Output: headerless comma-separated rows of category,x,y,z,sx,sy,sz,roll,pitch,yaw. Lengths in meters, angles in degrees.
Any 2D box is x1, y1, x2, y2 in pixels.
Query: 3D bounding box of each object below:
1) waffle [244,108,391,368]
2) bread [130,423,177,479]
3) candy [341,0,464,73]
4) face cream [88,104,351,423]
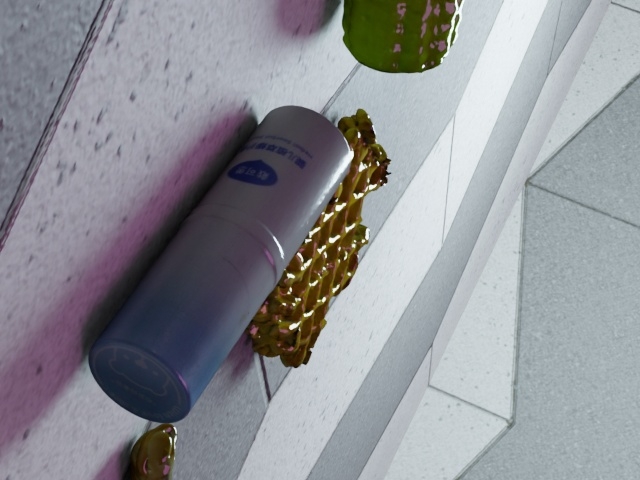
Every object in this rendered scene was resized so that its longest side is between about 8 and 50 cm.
waffle,0.000,0.000,1.247,0.228,0.051,0.231,-61,165,-14
bread,-0.129,0.176,1.057,0.088,0.034,0.049,103,1,-51
candy,0.071,-0.227,1.045,0.097,0.097,0.209,-51,156,-51
face cream,-0.062,0.009,0.940,0.077,0.077,0.250,98,18,-48
